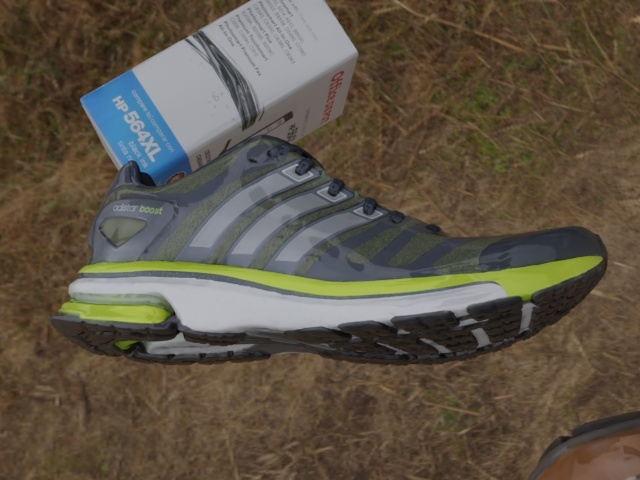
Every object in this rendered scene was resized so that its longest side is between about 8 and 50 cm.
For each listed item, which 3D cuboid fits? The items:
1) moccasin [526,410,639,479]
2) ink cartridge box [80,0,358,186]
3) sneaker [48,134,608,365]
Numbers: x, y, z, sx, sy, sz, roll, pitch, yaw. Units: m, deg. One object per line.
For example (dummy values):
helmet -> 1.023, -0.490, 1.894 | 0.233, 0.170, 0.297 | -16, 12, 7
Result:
moccasin -> 0.173, 0.252, 0.492 | 0.147, 0.139, 0.380 | -99, 7, -57
ink cartridge box -> -0.078, -0.110, 0.723 | 0.203, 0.148, 0.086 | -32, 83, -9
sneaker -> 0.000, 0.000, 0.478 | 0.299, 0.111, 0.121 | -1, 72, 10
